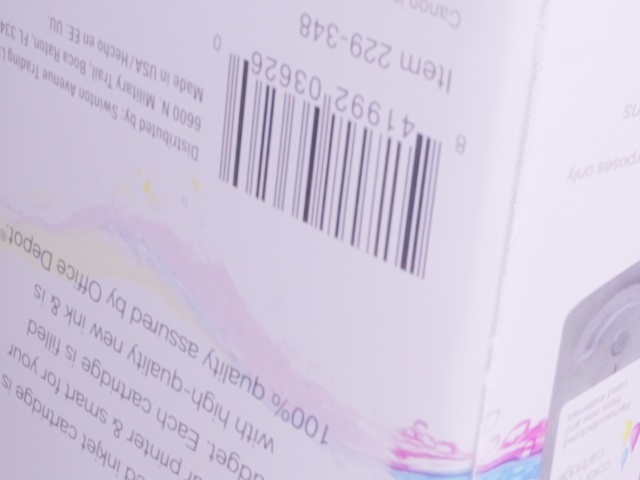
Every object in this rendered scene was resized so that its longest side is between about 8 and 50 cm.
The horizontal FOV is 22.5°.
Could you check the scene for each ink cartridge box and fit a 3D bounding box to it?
[{"bbox_3d":[0.000,0.000,0.451,0.226,0.131,0.306,29,123,39],"label":"ink cartridge box"}]
